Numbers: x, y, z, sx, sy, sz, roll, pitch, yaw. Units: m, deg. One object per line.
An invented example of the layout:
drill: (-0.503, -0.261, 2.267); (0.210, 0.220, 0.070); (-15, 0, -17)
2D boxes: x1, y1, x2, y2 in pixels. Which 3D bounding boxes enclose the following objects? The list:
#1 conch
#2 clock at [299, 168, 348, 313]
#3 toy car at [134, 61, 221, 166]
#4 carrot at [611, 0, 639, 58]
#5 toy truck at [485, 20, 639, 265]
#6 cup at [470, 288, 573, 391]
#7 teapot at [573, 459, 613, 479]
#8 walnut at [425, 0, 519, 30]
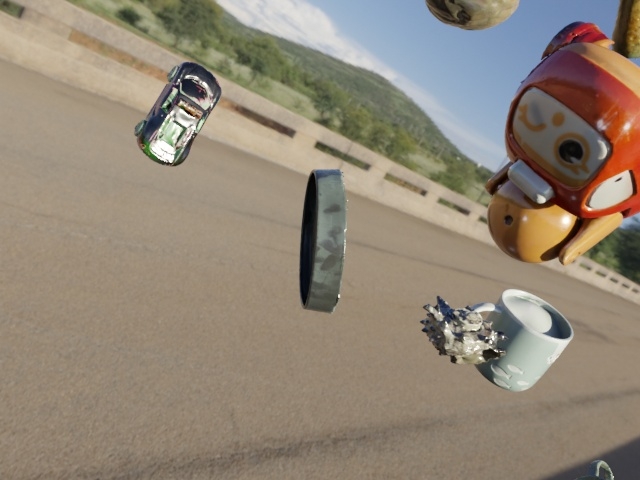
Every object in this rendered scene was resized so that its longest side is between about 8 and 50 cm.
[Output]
conch: (0.441, 0.280, 1.666); (0.313, 0.186, 0.241); (36, -9, -29)
clock: (0.000, 0.000, 1.448); (0.077, 0.385, 0.386); (3, 18, -8)
toy car: (-0.176, -0.162, 0.700); (0.069, 0.142, 0.055); (33, -13, -33)
carrot: (0.591, -0.489, 1.019); (0.078, 0.298, 0.078); (-8, 28, 4)
toy truck: (0.297, -0.090, 0.661); (0.189, 0.239, 0.265); (53, 8, 33)
cup: (0.627, 0.339, 1.884); (0.357, 0.274, 0.259); (17, 27, -11)
teapot: (0.687, 0.655, 1.325); (0.149, 0.162, 0.239); (32, 51, -33)
walnut: (0.314, -0.541, 1.125); (0.224, 0.224, 0.224); (29, 13, -7)
